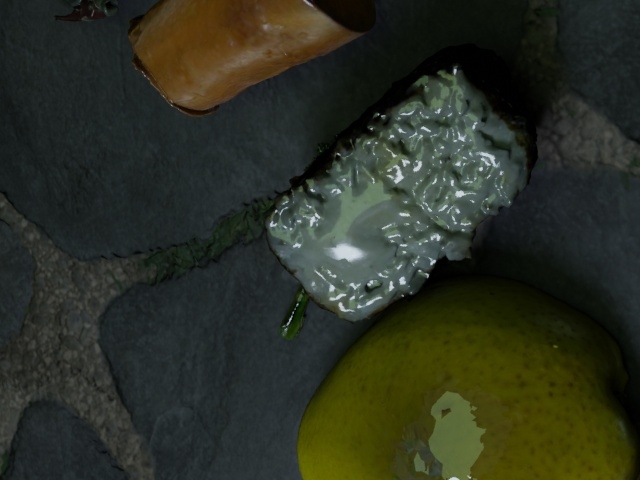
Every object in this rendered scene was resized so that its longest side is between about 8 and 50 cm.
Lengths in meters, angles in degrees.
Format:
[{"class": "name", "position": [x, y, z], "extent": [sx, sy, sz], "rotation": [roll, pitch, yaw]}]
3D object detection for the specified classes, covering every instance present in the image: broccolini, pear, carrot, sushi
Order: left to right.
[{"class": "carrot", "position": [-0.090, -0.249, 1.838], "extent": [0.254, 0.196, 0.196], "rotation": [-33, 79, 31]}, {"class": "broccolini", "position": [-0.007, -0.002, 1.894], "extent": [0.071, 0.058, 0.254], "rotation": [39, 113, 57]}, {"class": "sushi", "position": [0.088, -0.049, 1.755], "extent": [0.343, 0.182, 0.196], "rotation": [-43, 87, 19]}, {"class": "pear", "position": [0.134, 0.211, 1.756], "extent": [0.386, 0.191, 0.340], "rotation": [-19, 83, 28]}]

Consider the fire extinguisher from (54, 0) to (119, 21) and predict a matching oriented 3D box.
[{"class": "fire extinguisher", "position": [-0.246, -0.404, 1.966], "extent": [0.147, 0.106, 0.337], "rotation": [42, 116, 47]}]
